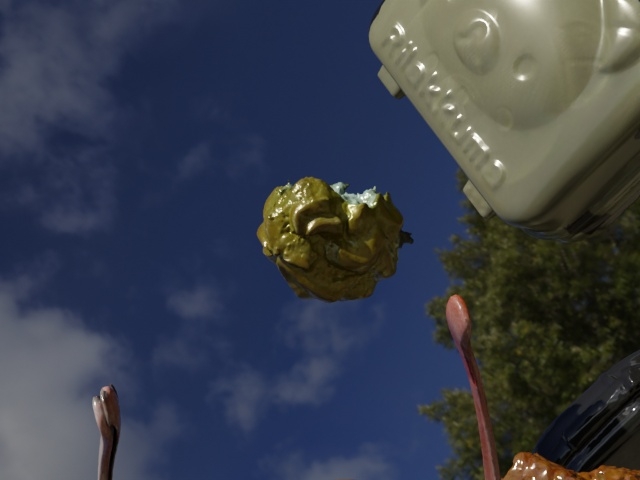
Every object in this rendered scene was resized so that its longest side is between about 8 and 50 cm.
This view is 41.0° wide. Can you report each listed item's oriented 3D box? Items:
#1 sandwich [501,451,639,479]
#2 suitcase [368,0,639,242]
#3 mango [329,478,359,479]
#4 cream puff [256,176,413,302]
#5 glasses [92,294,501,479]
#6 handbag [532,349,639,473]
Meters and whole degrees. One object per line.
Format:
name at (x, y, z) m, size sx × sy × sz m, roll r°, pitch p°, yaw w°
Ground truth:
sandwich at (0.200, 0.280, 0.686) m, size 0.292 × 0.212 × 0.109 m, roll -38°, pitch -25°, yaw 5°
suitcase at (0.233, -0.213, 0.837) m, size 0.194 × 0.351 × 0.339 m, roll 8°, pitch -48°, yaw -47°
mango at (0.017, 0.376, 0.928) m, size 0.173 × 0.211 × 0.317 m, roll -4°, pitch -23°, yaw -11°
cream puff at (-0.001, 0.000, 0.851) m, size 0.156 × 0.156 × 0.121 m, roll 5°, pitch -87°, yaw -46°
glasses at (-0.004, 0.145, 0.476) m, size 0.234 × 0.118 × 0.268 m, roll -12°, pitch -64°, yaw -11°
handbag at (0.381, 0.248, 1.030) m, size 0.308 × 0.093 × 0.254 m, roll -47°, pitch -54°, yaw 9°
